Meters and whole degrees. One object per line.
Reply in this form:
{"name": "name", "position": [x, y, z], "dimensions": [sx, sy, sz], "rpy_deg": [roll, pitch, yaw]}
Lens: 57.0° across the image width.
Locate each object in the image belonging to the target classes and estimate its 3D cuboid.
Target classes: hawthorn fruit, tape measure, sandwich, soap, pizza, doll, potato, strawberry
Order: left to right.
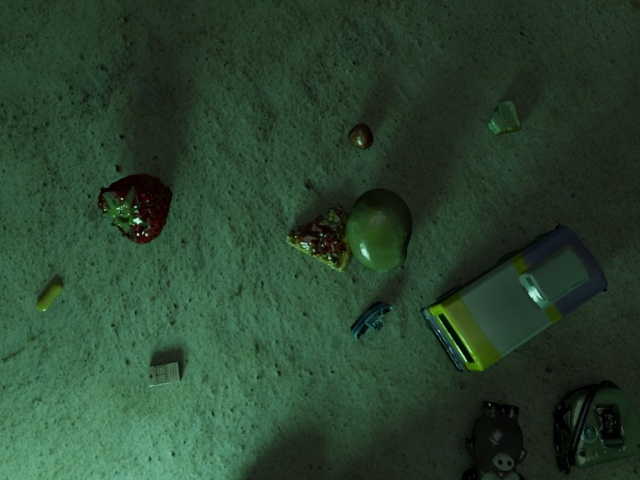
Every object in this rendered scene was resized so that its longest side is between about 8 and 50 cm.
{"name": "soap", "position": [-0.739, 0.152, 1.606], "dimensions": [0.034, 0.012, 0.089], "rpy_deg": [34, 78, 4]}
{"name": "strawberry", "position": [-0.489, -0.097, 1.605], "dimensions": [0.187, 0.184, 0.201], "rpy_deg": [15, 38, 19]}
{"name": "pizza", "position": [0.000, 0.000, 1.659], "dimensions": [0.193, 0.053, 0.200], "rpy_deg": [-10, 79, -5]}
{"name": "hawthorn fruit", "position": [0.120, -0.304, 1.726], "dimensions": [0.077, 0.077, 0.077], "rpy_deg": [1, 78, -3]}
{"name": "potato", "position": [0.164, -0.026, 1.624], "dimensions": [0.178, 0.160, 0.235], "rpy_deg": [-9, 94, 19]}
{"name": "doll", "position": [0.462, 0.555, 1.534], "dimensions": [0.182, 0.117, 0.257], "rpy_deg": [11, 75, -6]}
{"name": "sandwich", "position": [0.551, -0.373, 1.780], "dimensions": [0.093, 0.035, 0.104], "rpy_deg": [-7, 78, -4]}
{"name": "tape measure", "position": [0.724, 0.488, 1.566], "dimensions": [0.236, 0.115, 0.207], "rpy_deg": [-11, 81, -5]}

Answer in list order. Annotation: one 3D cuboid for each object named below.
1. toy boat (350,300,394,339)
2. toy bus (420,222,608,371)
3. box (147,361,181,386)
{"name": "toy boat", "position": [0.144, 0.222, 1.616], "dimensions": [0.137, 0.060, 0.061], "rpy_deg": [-41, 64, -16]}
{"name": "toy bus", "position": [0.515, 0.146, 1.556], "dimensions": [0.440, 0.249, 0.209], "rpy_deg": [-30, 81, -9]}
{"name": "box", "position": [-0.417, 0.357, 1.574], "dimensions": [0.083, 0.024, 0.053], "rpy_deg": [-9, 78, -7]}
